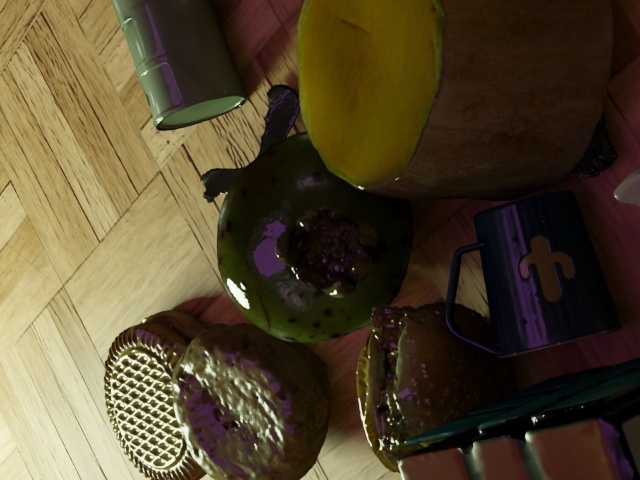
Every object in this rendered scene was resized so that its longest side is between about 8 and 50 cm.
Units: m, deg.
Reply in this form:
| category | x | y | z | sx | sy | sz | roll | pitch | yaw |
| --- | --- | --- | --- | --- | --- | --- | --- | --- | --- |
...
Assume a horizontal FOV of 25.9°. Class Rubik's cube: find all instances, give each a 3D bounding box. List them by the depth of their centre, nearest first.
| category | x | y | z | sx | sy | sz | roll | pitch | yaw |
| --- | --- | --- | --- | --- | --- | --- | --- | --- | --- |
| Rubik's cube | 0.291 | 0.272 | 1.341 | 0.283 | 0.288 | 0.293 | -19 | 89 | 47 |

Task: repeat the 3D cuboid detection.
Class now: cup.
| category | x | y | z | sx | sy | sz | roll | pitch | yaw |
| --- | --- | --- | --- | --- | --- | --- | --- | --- | --- |
| cup | 0.210 | 0.039 | 1.455 | 0.131 | 0.177 | 0.155 | 64 | -166 | -84 |

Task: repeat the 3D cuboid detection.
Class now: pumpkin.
| category | x | y | z | sx | sy | sz | roll | pitch | yaw |
| --- | --- | --- | --- | --- | --- | --- | --- | --- | --- |
| pumpkin | 0.117 | -0.191 | 1.425 | 0.332 | 0.199 | 0.332 | 11 | 104 | 50 |

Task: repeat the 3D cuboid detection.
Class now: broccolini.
| category | x | y | z | sx | sy | sz | roll | pitch | yaw |
| --- | --- | --- | --- | --- | --- | --- | --- | --- | --- |
| broccolini | 0.264 | -0.182 | 1.425 | 0.054 | 0.051 | 0.239 | -11 | 87 | 59 |

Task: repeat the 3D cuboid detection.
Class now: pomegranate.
| category | x | y | z | sx | sy | sz | roll | pitch | yaw |
| --- | --- | --- | --- | --- | --- | --- | --- | --- | --- |
| pomegranate | 0.000 | -0.017 | 1.564 | 0.242 | 0.242 | 0.306 | 63 | 163 | 13 |

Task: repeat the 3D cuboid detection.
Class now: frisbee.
| category | x | y | z | sx | sy | sz | roll | pitch | yaw |
| --- | --- | --- | --- | --- | --- | --- | --- | --- | --- |
| frisbee | -0.083 | -0.088 | 1.785 | 0.187 | 0.012 | 0.211 | -6 | 90 | 37 |

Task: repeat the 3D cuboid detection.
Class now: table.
| category | x | y | z | sx | sy | sz | roll | pitch | yaw |
| --- | --- | --- | --- | --- | --- | --- | --- | --- | --- |
| table | -0.188 | -0.264 | 1.794 | 0.126 | 0.126 | 0.220 | -24 | 83 | 46 |

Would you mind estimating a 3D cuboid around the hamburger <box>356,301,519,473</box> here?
| category | x | y | z | sx | sy | sz | roll | pitch | yaw |
| --- | --- | --- | --- | --- | --- | --- | --- | --- | --- |
| hamburger | 0.143 | 0.165 | 1.534 | 0.122 | 0.215 | 0.189 | -18 | 58 | 42 |

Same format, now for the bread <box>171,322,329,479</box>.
| category | x | y | z | sx | sy | sz | roll | pitch | yaw |
| --- | --- | --- | --- | --- | --- | --- | --- | --- | --- |
| bread | -0.083 | 0.210 | 1.805 | 0.230 | 0.123 | 0.230 | 10 | 108 | 32 |

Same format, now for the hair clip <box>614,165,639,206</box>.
| category | x | y | z | sx | sy | sz | roll | pitch | yaw |
| --- | --- | --- | --- | --- | --- | --- | --- | --- | --- |
| hair clip | 0.419 | -0.077 | 1.255 | 0.172 | 0.113 | 0.282 | 54 | 138 | 21 |

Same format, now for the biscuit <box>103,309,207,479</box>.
| category | x | y | z | sx | sy | sz | roll | pitch | yaw |
| --- | --- | --- | --- | --- | --- | --- | --- | --- | --- |
| biscuit | -0.213 | 0.226 | 1.983 | 0.259 | 0.079 | 0.259 | 15 | 111 | 44 |
